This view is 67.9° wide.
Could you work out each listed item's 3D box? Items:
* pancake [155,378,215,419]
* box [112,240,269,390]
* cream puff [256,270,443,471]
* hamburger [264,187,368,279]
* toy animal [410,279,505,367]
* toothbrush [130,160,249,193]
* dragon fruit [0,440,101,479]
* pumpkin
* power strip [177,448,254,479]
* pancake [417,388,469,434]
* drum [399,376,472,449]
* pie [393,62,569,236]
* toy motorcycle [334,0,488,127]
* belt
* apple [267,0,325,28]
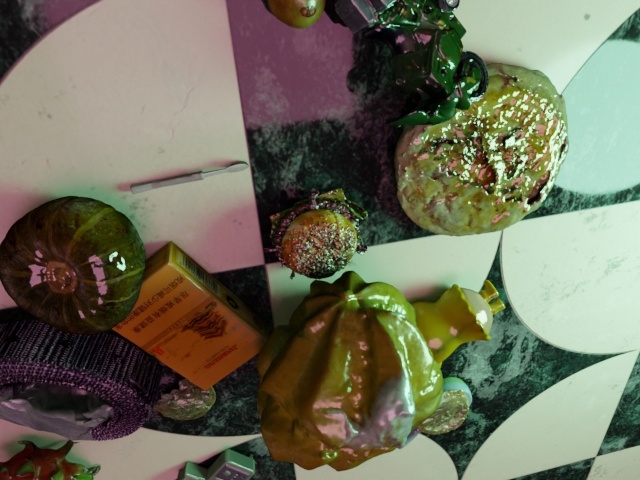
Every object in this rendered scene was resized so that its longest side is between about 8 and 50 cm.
[{"bbox_3d":[-0.292,0.351,1.039,0.130,0.022,0.116,-32,126,5],"label":"pancake"},{"bbox_3d":[-0.249,0.152,0.899,0.174,0.076,0.274,-36,123,10],"label":"box"},{"bbox_3d":[0.030,0.201,0.840,0.379,0.378,0.275,-29,112,4],"label":"cream puff"},{"bbox_3d":[0.002,-0.003,0.858,0.190,0.093,0.164,-35,122,6],"label":"hamburger"},{"bbox_3d":[0.282,0.177,1.014,0.230,0.156,0.156,-36,123,5],"label":"toy animal"},{"bbox_3d":[-0.214,-0.105,0.785,0.195,0.017,0.014,-14,124,-6],"label":"toothbrush"},{"bbox_3d":[-0.576,0.497,1.003,0.236,0.135,0.137,9,121,-43],"label":"dragon fruit"},{"bbox_3d":[-0.380,0.030,0.749,0.219,0.162,0.218,2,106,7],"label":"pumpkin"},{"bbox_3d":[-0.279,0.593,1.177,0.145,0.061,0.215,34,107,-22],"label":"power strip"},{"bbox_3d":[0.304,0.425,1.177,0.152,0.025,0.151,-6,121,-11],"label":"pancake"},{"bbox_3d":[0.274,0.446,1.227,0.253,0.049,0.130,-37,123,9],"label":"drum"},{"bbox_3d":[0.290,-0.149,0.851,0.340,0.077,0.338,-5,120,-8],"label":"pie"},{"bbox_3d":[0.126,-0.274,0.689,0.275,0.125,0.187,44,78,-19],"label":"toy motorcycle"},{"bbox_3d":[-0.463,0.259,0.856,0.325,0.122,0.260,16,130,-15],"label":"belt"},{"bbox_3d":[-0.035,-0.335,0.654,0.084,0.083,0.071,0,137,-15],"label":"apple"}]
